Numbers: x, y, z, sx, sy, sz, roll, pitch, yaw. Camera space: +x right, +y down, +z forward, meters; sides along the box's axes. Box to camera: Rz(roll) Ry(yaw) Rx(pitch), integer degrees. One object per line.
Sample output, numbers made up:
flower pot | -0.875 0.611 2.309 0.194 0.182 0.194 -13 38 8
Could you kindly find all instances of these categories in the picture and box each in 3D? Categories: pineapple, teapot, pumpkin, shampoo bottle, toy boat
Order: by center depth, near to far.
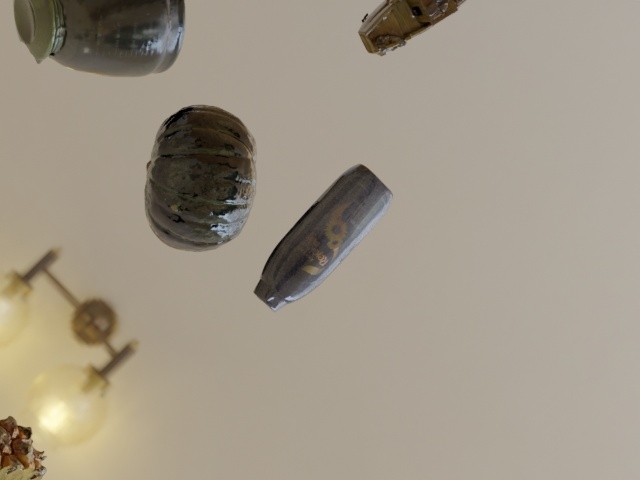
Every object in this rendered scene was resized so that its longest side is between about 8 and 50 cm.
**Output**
toy boat | 0.134 -0.292 1.708 0.064 0.206 0.072 61 162 -20
pineapple | -0.404 0.291 1.753 0.135 0.233 0.079 0 -123 -37
shampoo bottle | 0.000 0.000 1.938 0.087 0.234 0.049 45 175 -21
pumpkin | -0.179 -0.091 2.070 0.162 0.220 0.220 13 -172 -12
teapot | -0.344 -0.389 2.170 0.239 0.239 0.321 62 144 19
